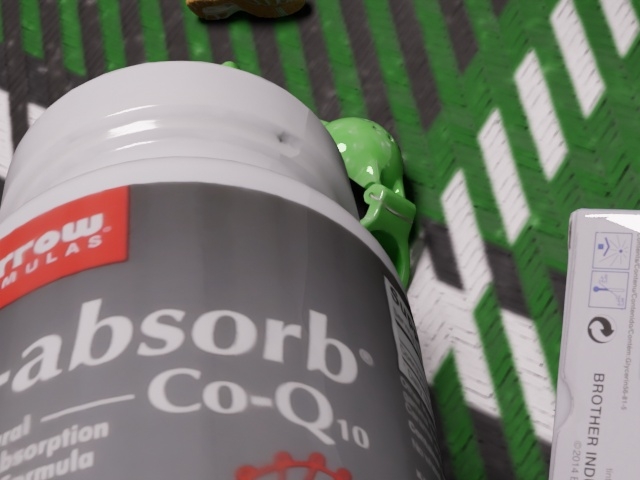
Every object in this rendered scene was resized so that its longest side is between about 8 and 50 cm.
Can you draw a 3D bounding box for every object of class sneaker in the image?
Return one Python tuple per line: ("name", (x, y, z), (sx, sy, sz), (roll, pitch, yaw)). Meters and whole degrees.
("sneaker", (-0.046, -0.161, 0.924), (0.083, 0.032, 0.037), (4, 66, 26))

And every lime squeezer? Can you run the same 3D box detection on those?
("lime squeezer", (0.000, 0.000, 0.800), (0.110, 0.059, 0.310), (-20, 57, 14))

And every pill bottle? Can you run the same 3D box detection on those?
("pill bottle", (-0.056, 0.097, 0.591), (0.210, 0.210, 0.363), (-23, 38, 12))

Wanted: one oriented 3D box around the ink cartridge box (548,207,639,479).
("ink cartridge box", (0.253, 0.084, 0.614), (0.311, 0.065, 0.185), (1, 76, 28))
